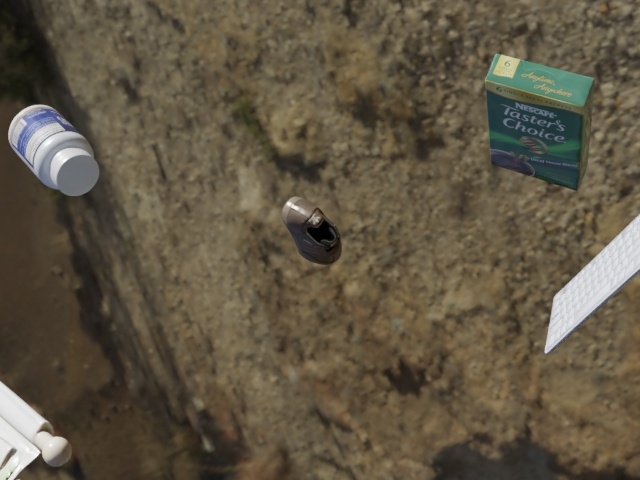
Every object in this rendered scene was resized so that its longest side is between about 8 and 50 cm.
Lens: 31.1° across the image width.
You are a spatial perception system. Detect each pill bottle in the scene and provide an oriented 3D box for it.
[{"bbox_3d":[-0.289,-0.097,1.255,0.120,0.067,0.067,40,143,44],"label":"pill bottle"}]

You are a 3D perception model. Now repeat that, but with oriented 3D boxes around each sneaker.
[{"bbox_3d":[0.000,0.000,1.821,0.071,0.066,0.188,32,171,33],"label":"sneaker"}]

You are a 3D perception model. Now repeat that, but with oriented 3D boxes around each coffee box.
[{"bbox_3d":[0.241,-0.128,1.272,0.113,0.040,0.184,19,159,17],"label":"coffee box"}]

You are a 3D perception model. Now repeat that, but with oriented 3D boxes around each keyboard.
[{"bbox_3d":[0.266,0.014,1.002,0.014,0.072,0.256,30,140,-3],"label":"keyboard"}]

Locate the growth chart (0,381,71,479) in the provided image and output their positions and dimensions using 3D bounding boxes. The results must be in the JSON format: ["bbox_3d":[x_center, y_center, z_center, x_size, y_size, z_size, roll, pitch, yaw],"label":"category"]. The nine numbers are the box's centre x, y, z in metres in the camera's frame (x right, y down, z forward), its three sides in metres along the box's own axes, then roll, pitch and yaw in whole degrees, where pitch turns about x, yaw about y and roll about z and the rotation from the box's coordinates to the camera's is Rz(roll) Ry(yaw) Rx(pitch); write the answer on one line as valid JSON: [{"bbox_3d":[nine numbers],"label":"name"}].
[{"bbox_3d":[-0.249,0.176,0.669,0.172,0.237,0.021,36,177,45],"label":"growth chart"}]
